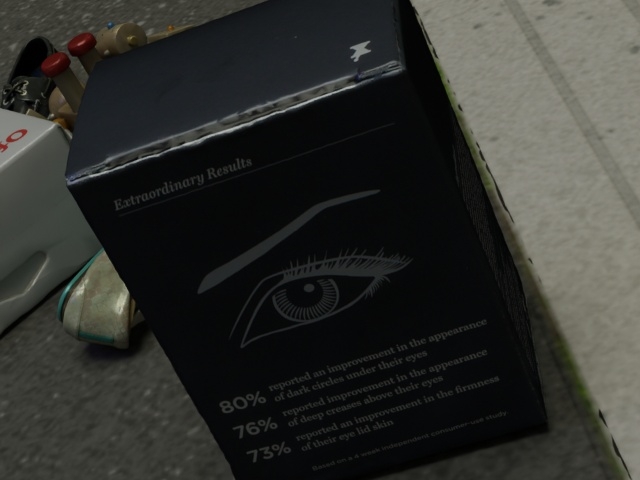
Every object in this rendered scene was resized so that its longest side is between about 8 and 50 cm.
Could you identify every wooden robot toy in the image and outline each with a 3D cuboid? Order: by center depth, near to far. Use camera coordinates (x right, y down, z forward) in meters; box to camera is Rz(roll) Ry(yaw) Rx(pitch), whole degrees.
[{"bbox_3d":[-0.173,-0.114,1.105,0.173,0.076,0.079,-43,26,-27],"label":"wooden robot toy"}]

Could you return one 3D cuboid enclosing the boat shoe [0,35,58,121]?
[{"bbox_3d":[-0.226,-0.108,1.152,0.049,0.040,0.142,-15,33,13],"label":"boat shoe"}]

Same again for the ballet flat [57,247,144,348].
[{"bbox_3d":[-0.098,0.004,0.911,0.052,0.057,0.168,20,50,12],"label":"ballet flat"}]

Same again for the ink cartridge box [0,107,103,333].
[{"bbox_3d":[-0.265,-0.015,0.994,0.219,0.092,0.160,15,49,46],"label":"ink cartridge box"}]

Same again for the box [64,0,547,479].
[{"bbox_3d":[0.000,0.000,0.692,0.153,0.207,0.108,-17,33,11],"label":"box"}]
